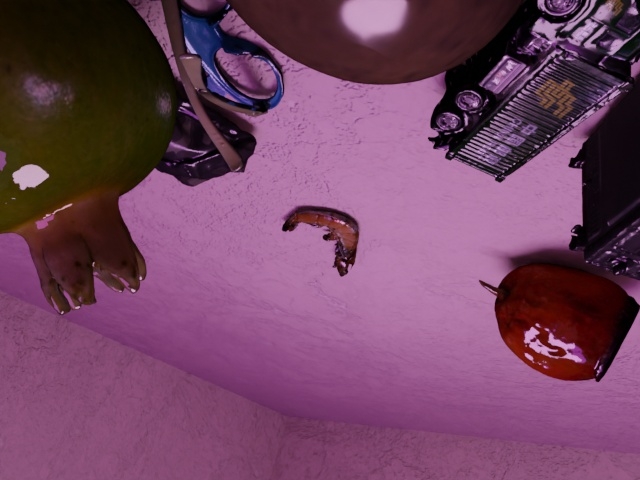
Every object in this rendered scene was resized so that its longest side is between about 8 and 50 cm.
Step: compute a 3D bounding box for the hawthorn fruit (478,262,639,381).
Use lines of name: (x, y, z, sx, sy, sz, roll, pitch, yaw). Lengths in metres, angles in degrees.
hawthorn fruit: (0.378, 0.127, 0.865, 0.252, 0.189, 0.189, 17, 153, 9)

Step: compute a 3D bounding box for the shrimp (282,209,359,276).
shrimp: (-0.001, 0.003, 1.000, 0.148, 0.035, 0.195, 10, 145, 8)

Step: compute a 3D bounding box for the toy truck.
toy truck: (0.209, -0.167, 0.515, 0.121, 0.088, 0.259, 23, 154, -9)

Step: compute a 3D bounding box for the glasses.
glasses: (-0.102, -0.192, 0.582, 0.102, 0.206, 0.239, -28, 144, 4)

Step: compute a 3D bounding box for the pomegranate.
pomegranate: (-0.249, -0.114, 0.498, 0.216, 0.310, 0.358, -23, 93, 24)

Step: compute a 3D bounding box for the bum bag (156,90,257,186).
bum bag: (-0.253, -0.180, 0.736, 0.341, 0.095, 0.144, 30, 133, -30)

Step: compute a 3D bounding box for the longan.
longan: (0.032, -0.225, 0.371, 0.246, 0.215, 0.246, 22, 150, 13)

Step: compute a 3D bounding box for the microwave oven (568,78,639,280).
microwave oven: (0.377, -0.072, 0.486, 0.178, 0.188, 0.247, 16, 153, 2)
